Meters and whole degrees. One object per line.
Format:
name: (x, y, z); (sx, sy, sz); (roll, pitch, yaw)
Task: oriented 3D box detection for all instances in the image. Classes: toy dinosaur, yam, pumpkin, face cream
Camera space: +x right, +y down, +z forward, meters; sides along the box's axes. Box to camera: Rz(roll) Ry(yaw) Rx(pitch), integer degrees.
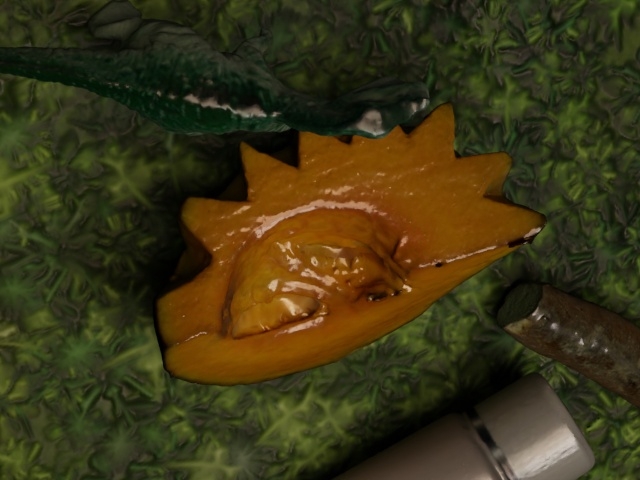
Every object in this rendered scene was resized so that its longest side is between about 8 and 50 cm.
toy dinosaur: (-0.125, -0.107, 0.991); (0.383, 0.129, 0.076); (6, 99, 3)
yam: (0.244, 0.100, 1.221); (0.274, 0.061, 0.061); (29, 96, -27)
pumpkin: (0.000, 0.000, 1.079); (0.254, 0.149, 0.130); (-19, 71, -10)
face cream: (0.045, 0.207, 1.166); (0.314, 0.089, 0.143); (-33, 118, 0)
